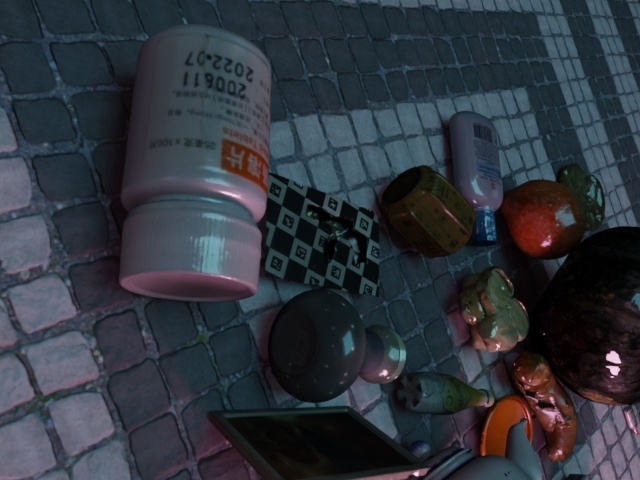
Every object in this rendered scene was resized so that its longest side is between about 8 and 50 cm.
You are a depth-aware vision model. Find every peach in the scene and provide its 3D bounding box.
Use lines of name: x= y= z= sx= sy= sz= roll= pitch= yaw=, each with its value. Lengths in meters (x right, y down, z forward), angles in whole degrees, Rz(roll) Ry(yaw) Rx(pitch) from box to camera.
peach: x=0.570 y=-0.060 z=1.530 sx=0.233 sy=0.233 sz=0.232 roll=13 pitch=69 yaw=-38

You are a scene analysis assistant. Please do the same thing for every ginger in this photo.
ginger: x=0.541 y=0.383 z=1.409 sx=0.309 sy=0.107 sz=0.133 roll=58 pitch=20 yaw=-20

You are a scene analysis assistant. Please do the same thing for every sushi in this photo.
sushi: x=0.000 y=0.000 z=1.103 sx=0.280 sy=0.043 sz=0.192 roll=14 pitch=69 yaw=-38

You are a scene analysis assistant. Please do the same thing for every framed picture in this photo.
framed picture: x=0.001 y=0.317 z=0.907 sx=0.290 sy=0.211 sz=0.020 roll=12 pitch=97 yaw=-38

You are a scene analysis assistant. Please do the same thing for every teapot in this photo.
teapot: x=0.039 y=0.186 z=1.007 sx=0.251 sy=0.184 sz=0.183 roll=19 pitch=65 yaw=-47
teapot: x=0.259 y=0.484 z=1.064 sx=0.424 sy=0.252 sz=0.280 roll=-29 pitch=58 yaw=-20

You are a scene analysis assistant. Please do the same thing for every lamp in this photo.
lamp: x=0.230 y=-0.060 z=1.249 sx=0.185 sy=0.161 sz=0.161 roll=44 pitch=53 yaw=-23

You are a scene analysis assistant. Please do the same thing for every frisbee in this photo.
frisbee: x=0.417 y=0.445 z=1.330 sx=0.192 sy=0.035 sz=0.191 roll=0 pitch=90 yaw=-37

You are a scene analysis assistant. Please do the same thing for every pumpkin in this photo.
pumpkin: x=0.733 y=0.184 z=1.435 sx=0.455 sy=0.344 sz=0.454 roll=-32 pitch=138 yaw=-35

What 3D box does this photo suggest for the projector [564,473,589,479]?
projector: x=0.632 y=0.669 z=1.436 sx=0.115 sy=0.061 sz=0.147 roll=-21 pitch=91 yaw=-41

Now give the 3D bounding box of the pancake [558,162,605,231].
pancake: x=0.831 y=-0.137 z=1.864 sx=0.236 sy=0.042 sz=0.222 roll=-2 pitch=83 yaw=-38

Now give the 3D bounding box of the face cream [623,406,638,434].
face cream: x=0.943 y=0.546 z=1.768 sx=0.040 sy=0.021 sz=0.083 roll=-19 pitch=90 yaw=-42

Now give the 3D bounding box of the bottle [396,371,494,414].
bottle: x=0.272 y=0.320 z=1.216 sx=0.270 sy=0.083 sz=0.083 roll=15 pitch=68 yaw=-38

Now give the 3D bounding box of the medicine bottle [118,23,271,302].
medicine bottle: x=-0.180 y=-0.107 z=0.867 sx=0.211 sy=0.211 sz=0.370 roll=14 pitch=68 yaw=-38

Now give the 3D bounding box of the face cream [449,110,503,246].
face cream: x=0.396 y=-0.152 z=1.465 sx=0.163 sy=0.080 sz=0.336 roll=11 pitch=70 yaw=-39

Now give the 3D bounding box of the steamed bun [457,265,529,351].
steamed bun: x=0.383 y=0.171 z=1.345 sx=0.177 sy=0.106 sz=0.192 roll=55 pitch=41 yaw=-9
